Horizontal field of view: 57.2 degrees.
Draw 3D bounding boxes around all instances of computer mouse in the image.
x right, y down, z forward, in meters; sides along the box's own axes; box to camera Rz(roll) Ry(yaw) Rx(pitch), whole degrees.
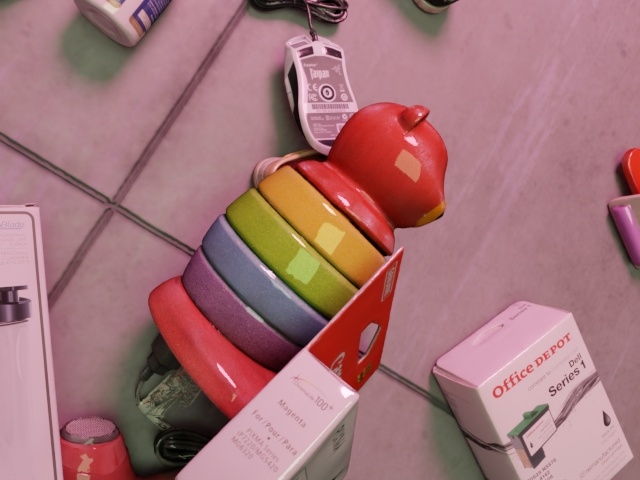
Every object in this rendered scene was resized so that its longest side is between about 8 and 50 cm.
[{"bbox_3d":[-0.009,-0.176,0.610,0.105,0.042,0.193,-6,82,-26],"label":"computer mouse"}]

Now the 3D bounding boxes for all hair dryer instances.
[{"bbox_3d":[-0.155,0.241,0.560,0.293,0.080,0.224,-45,108,-12],"label":"hair dryer"}]

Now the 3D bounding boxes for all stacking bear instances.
[{"bbox_3d":[0.000,0.000,0.535,0.164,0.175,0.289,44,92,12],"label":"stacking bear"}]

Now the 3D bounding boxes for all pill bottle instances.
[{"bbox_3d":[-0.164,-0.245,0.540,0.067,0.067,0.120,38,79,-19],"label":"pill bottle"}]

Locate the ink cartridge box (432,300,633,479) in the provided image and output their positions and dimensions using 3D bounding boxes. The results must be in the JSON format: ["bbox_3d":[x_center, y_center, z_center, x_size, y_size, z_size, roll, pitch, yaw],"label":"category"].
[{"bbox_3d":[0.259,0.209,0.715,0.160,0.092,0.220,-33,104,-17],"label":"ink cartridge box"}]

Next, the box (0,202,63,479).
[{"bbox_3d":[-0.298,0.119,0.441,0.169,0.087,0.290,-5,87,-48],"label":"box"}]

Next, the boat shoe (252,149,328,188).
[{"bbox_3d":[0.016,-0.069,0.623,0.169,0.059,0.063,-10,96,-21],"label":"boat shoe"}]

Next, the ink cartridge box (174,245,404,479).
[{"bbox_3d":[0.006,0.164,0.520,0.060,0.275,0.239,39,66,22],"label":"ink cartridge box"}]

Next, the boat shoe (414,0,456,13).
[{"bbox_3d":[0.090,-0.360,0.630,0.084,0.079,0.233,-46,106,-12],"label":"boat shoe"}]

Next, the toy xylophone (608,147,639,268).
[{"bbox_3d":[0.561,-0.059,0.827,0.322,0.081,0.236,-26,102,-18],"label":"toy xylophone"}]
